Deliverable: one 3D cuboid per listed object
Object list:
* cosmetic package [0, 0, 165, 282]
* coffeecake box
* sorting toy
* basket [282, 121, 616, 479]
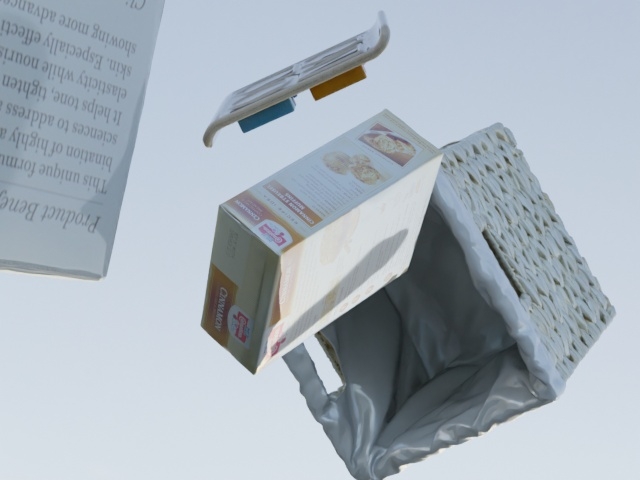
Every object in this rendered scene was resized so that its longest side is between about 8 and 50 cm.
[{"bbox_3d":[-0.322,-0.201,0.947,0.328,0.393,0.329,12,-2,30],"label":"cosmetic package"},{"bbox_3d":[0.000,0.000,1.127,0.068,0.185,0.142,40,-39,23],"label":"coffeecake box"},{"bbox_3d":[-0.018,-0.158,1.423,0.208,0.193,0.038,-28,-78,8],"label":"sorting toy"},{"bbox_3d":[0.137,0.073,1.792,0.331,0.266,0.328,-30,-90,34],"label":"basket"}]
